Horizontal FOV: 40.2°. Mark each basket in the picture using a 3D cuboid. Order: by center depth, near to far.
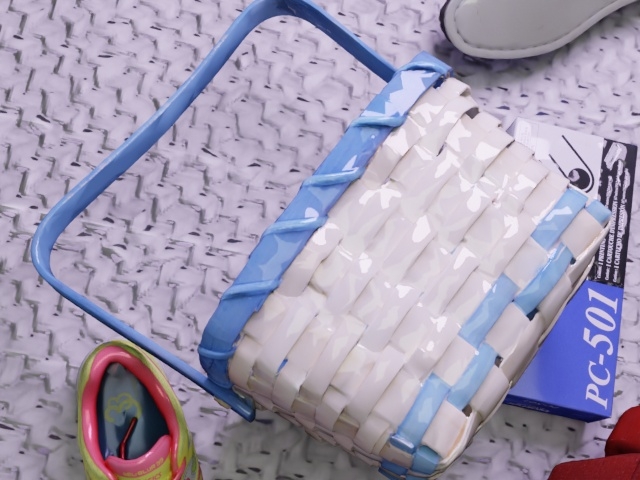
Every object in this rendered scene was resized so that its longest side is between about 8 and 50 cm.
[{"bbox_3d":[0.000,0.000,0.541,0.289,0.201,0.255,38,77,11],"label":"basket"}]

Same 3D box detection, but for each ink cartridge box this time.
[{"bbox_3d":[0.169,0.020,0.640,0.097,0.046,0.207,13,73,-3],"label":"ink cartridge box"}]

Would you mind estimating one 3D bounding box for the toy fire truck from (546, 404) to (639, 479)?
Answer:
[{"bbox_3d":[0.267,0.220,0.487,0.302,0.254,0.169,37,72,3],"label":"toy fire truck"}]

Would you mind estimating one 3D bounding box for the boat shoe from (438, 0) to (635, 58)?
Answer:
[{"bbox_3d":[0.190,-0.205,0.700,0.227,0.068,0.081,-23,114,-12],"label":"boat shoe"}]

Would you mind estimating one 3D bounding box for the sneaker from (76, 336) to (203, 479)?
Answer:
[{"bbox_3d":[-0.107,0.155,0.535,0.081,0.094,0.209,-21,79,-15],"label":"sneaker"}]
